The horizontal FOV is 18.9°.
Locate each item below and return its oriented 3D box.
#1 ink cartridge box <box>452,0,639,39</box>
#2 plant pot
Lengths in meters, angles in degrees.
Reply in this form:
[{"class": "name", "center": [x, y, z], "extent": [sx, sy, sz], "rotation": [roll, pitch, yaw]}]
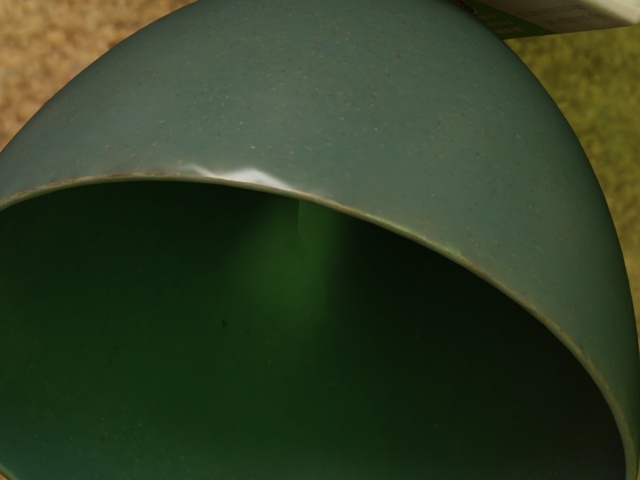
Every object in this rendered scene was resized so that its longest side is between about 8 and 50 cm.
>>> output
[{"class": "ink cartridge box", "center": [0.013, -0.197, 0.816], "extent": [0.273, 0.198, 0.115], "rotation": [27, 89, -12]}, {"class": "plant pot", "center": [0.000, 0.000, 0.810], "extent": [0.290, 0.290, 0.195], "rotation": [26, 51, -12]}]
